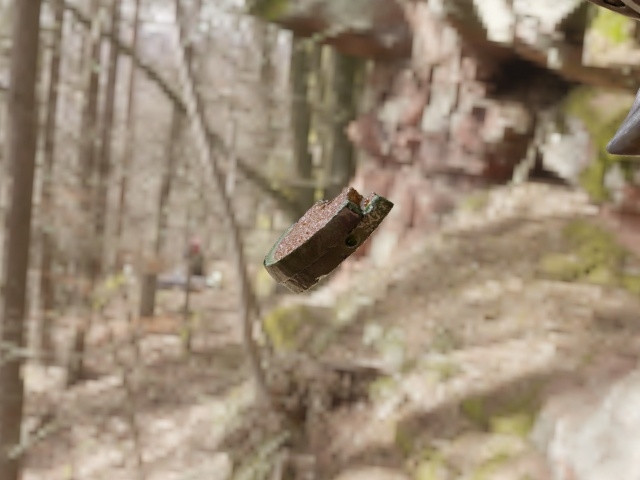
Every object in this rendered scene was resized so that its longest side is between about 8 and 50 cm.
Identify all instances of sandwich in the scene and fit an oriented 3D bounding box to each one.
[{"bbox_3d":[-0.002,0.001,1.120,0.029,0.067,0.135,44,-18,-8],"label":"sandwich"}]

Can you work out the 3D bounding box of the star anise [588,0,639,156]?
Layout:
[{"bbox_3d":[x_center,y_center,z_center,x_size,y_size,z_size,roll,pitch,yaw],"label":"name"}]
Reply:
[{"bbox_3d":[0.185,-0.086,0.668,0.262,0.230,0.081,20,40,21],"label":"star anise"}]
